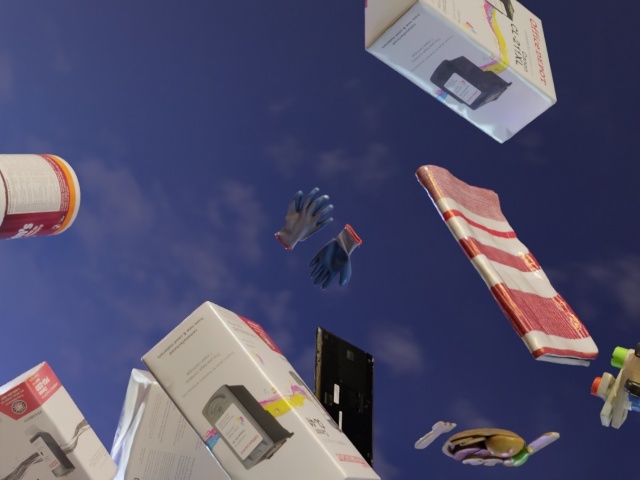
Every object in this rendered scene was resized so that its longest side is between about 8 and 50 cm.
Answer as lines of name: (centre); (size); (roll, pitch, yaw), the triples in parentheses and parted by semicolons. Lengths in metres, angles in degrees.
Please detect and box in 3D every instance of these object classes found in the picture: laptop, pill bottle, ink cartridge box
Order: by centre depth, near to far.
ink cartridge box: (0.128, -0.190, 0.949); (0.072, 0.175, 0.127); (-39, -145, 36)
ink cartridge box: (-0.076, 0.248, 1.415); (0.131, 0.226, 0.306); (-43, -110, 2)
pill bottle: (-0.453, -0.060, 1.438); (0.121, 0.221, 0.121); (3, -84, 31)
ink cartridge box: (-0.447, 0.328, 1.622); (0.158, 0.092, 0.218); (-31, -81, 12)
laptop: (0.031, 0.333, 2.001); (0.136, 0.264, 0.234); (-24, -130, 34)

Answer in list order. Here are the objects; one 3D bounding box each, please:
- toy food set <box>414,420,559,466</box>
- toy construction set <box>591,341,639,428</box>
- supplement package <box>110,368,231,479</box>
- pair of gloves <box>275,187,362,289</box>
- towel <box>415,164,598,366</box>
toy food set: (0.243, 0.312, 1.524); (0.132, 0.192, 0.038); (121, -27, -56)
toy construction set: (0.540, 0.212, 1.470); (0.327, 0.215, 0.151); (2, -91, 31)
supplement package: (-0.206, 0.353, 1.775); (0.198, 0.262, 0.199); (-179, -76, -70)
pair of gloves: (0.000, 0.000, 2.041); (0.198, 0.023, 0.159); (49, -54, 13)
towel: (0.278, 0.037, 1.517); (0.037, 0.237, 0.329); (-40, -117, 22)
